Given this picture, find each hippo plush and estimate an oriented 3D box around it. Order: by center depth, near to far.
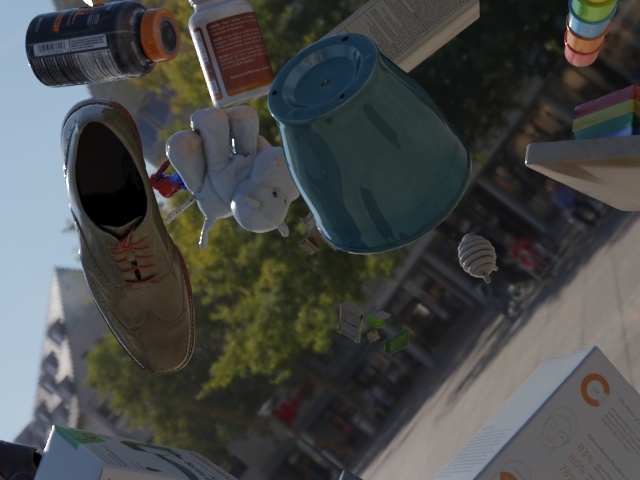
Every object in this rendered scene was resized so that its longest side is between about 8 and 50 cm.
[{"bbox_3d":[-0.167,-0.120,2.044,0.234,0.236,0.294,39,-97,-41],"label":"hippo plush"}]

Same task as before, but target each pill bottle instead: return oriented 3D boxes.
[{"bbox_3d":[-0.363,-0.334,1.754,0.130,0.245,0.131,-3,-90,-69],"label":"pill bottle"},{"bbox_3d":[-0.162,-0.352,1.843,0.121,0.216,0.121,-16,7,2],"label":"pill bottle"}]

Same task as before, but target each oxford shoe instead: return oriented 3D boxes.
[{"bbox_3d":[-0.231,0.011,1.213,0.123,0.348,0.130,-19,15,-5],"label":"oxford shoe"},{"bbox_3d":[-0.533,0.391,1.798,0.098,0.271,0.097,-36,-45,-22],"label":"oxford shoe"}]

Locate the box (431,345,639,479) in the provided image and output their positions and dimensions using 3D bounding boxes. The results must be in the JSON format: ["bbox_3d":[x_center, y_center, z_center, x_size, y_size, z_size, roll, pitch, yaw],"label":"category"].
[{"bbox_3d":[0.345,0.361,1.583,0.345,0.215,0.168,-41,1,-22],"label":"box"}]

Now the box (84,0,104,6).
[{"bbox_3d":[-0.456,-0.516,1.976,0.028,0.081,0.136,-31,-36,-22],"label":"box"}]

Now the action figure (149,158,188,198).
[{"bbox_3d":[-0.335,-0.176,2.617,0.280,0.091,0.139,-4,49,48],"label":"action figure"}]

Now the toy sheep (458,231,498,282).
[{"bbox_3d":[0.349,0.039,2.294,0.091,0.132,0.091,-18,-35,-13],"label":"toy sheep"}]

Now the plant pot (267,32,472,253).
[{"bbox_3d":[0.057,-0.163,1.572,0.272,0.271,0.255,-50,-48,-16],"label":"plant pot"}]

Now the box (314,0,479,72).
[{"bbox_3d":[0.154,-0.419,2.078,0.311,0.148,0.121,-36,-8,6],"label":"box"}]

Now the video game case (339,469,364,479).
[{"bbox_3d":[0.075,0.366,1.406,0.015,0.119,0.166,-62,-4,5],"label":"video game case"}]

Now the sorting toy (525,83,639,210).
[{"bbox_3d":[0.399,-0.103,1.133,0.257,0.255,0.089,15,-102,-49],"label":"sorting toy"}]

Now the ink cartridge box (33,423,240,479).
[{"bbox_3d":[-0.283,0.404,1.668,0.211,0.289,0.122,16,87,53],"label":"ink cartridge box"}]

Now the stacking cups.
[{"bbox_3d":[0.480,-0.410,1.872,0.096,0.096,0.316,-51,-15,-12],"label":"stacking cups"}]

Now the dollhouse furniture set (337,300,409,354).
[{"bbox_3d":[0.108,0.177,2.139,0.058,0.151,0.076,-24,-53,-39],"label":"dollhouse furniture set"}]

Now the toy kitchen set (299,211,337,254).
[{"bbox_3d":[0.000,0.000,1.796,0.068,0.083,0.075,-48,23,6],"label":"toy kitchen set"}]
